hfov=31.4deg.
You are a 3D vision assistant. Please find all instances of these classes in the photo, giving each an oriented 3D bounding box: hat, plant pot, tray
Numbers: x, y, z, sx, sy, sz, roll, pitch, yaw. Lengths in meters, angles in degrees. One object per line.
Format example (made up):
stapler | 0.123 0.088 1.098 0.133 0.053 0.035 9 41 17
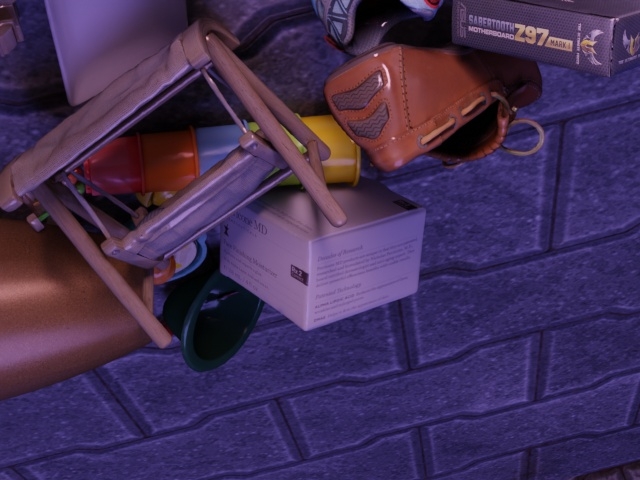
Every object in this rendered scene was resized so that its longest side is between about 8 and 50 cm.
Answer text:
hat | -0.205 0.081 1.647 0.208 0.183 0.173 -62 150 -2
plant pot | -0.330 0.075 1.344 0.254 0.237 0.237 -5 149 -5
tray | -0.195 -0.245 1.054 0.145 0.030 0.270 -32 156 -20

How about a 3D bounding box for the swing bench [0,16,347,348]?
swing bench | -0.151 -0.072 1.181 0.253 0.165 0.255 -33 122 13

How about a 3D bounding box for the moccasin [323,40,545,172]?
moccasin | 0.148 -0.138 1.210 0.139 0.147 0.380 -25 177 27

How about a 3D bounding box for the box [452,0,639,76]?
box | 0.270 -0.224 1.109 0.232 0.183 0.059 -23 123 -38

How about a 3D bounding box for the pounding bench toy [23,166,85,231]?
pounding bench toy | -0.306 -0.055 1.311 0.065 0.083 0.052 -17 150 6

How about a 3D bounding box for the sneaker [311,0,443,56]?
sneaker | 0.105 -0.267 1.086 0.104 0.125 0.262 17 138 -43

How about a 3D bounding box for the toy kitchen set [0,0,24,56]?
toy kitchen set | -0.270 -0.216 1.069 0.075 0.068 0.083 -11 150 -7

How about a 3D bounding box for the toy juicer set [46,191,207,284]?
toy juicer set | -0.219 -0.003 1.431 0.329 0.089 0.209 -13 150 -2

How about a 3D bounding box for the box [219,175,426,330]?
box | 0.000 0.000 1.368 0.182 0.181 0.119 -16 121 -35

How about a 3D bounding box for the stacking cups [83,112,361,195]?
stacking cups | -0.115 -0.090 1.327 0.316 0.096 0.096 -8 150 -9
